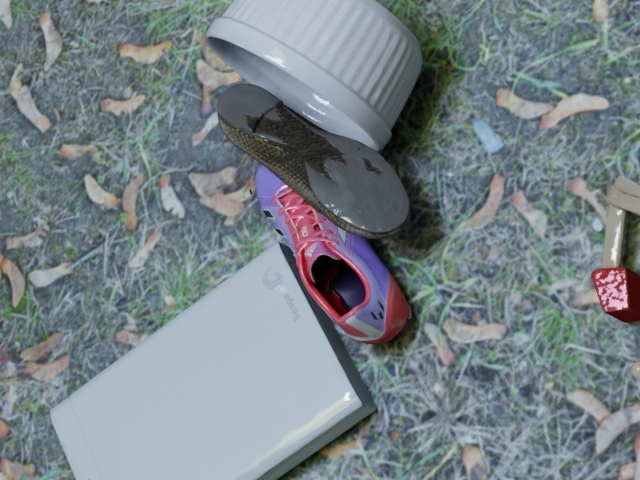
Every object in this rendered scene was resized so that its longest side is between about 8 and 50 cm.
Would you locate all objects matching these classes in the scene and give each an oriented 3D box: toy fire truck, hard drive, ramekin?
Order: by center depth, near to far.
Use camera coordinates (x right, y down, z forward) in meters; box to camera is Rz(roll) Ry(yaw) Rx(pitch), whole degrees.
[{"bbox_3d":[0.305,-0.033,1.712,0.135,0.047,0.192,-16,68,30],"label":"toy fire truck"},{"bbox_3d":[0.002,-0.184,1.861,0.207,0.207,0.109,29,83,35],"label":"ramekin"},{"bbox_3d":[-0.114,0.169,1.914,0.307,0.040,0.203,-37,60,15],"label":"hard drive"}]

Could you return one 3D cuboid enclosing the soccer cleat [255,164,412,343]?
[{"bbox_3d":[0.000,0.000,1.868,0.083,0.095,0.248,-43,58,15],"label":"soccer cleat"}]

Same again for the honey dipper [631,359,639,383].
[{"bbox_3d":[0.298,0.177,1.667,0.030,0.030,0.160,-26,62,24],"label":"honey dipper"}]

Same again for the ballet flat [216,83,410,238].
[{"bbox_3d":[-0.008,-0.071,1.868,0.250,0.058,0.084,35,62,30],"label":"ballet flat"}]
